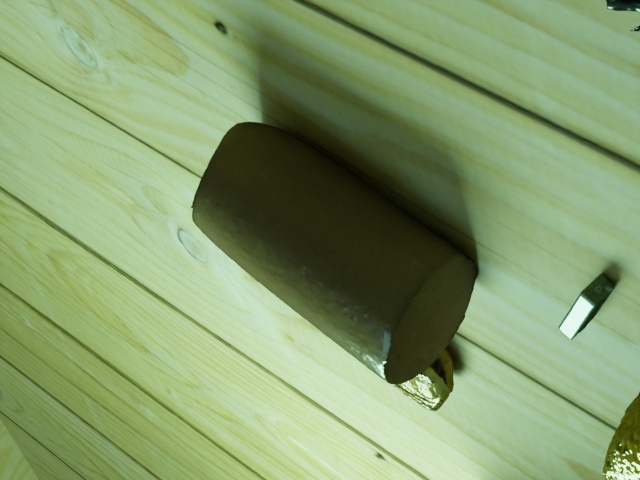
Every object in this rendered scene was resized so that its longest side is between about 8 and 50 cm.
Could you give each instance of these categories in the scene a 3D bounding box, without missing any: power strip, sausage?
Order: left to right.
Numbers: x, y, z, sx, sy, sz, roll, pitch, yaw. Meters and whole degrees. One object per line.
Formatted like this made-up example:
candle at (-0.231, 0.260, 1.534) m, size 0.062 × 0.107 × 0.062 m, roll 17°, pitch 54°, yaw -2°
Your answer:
sausage at (0.000, 0.000, 1.428) m, size 0.253 × 0.123 × 0.123 m, roll 36°, pitch 157°, yaw 25°
power strip at (0.198, 0.049, 1.275) m, size 0.017 × 0.027 × 0.083 m, roll 42°, pitch 157°, yaw 13°

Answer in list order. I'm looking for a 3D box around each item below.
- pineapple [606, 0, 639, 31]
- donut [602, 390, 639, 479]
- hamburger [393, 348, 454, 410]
pineapple at (0.233, -0.078, 0.855) m, size 0.248 × 0.128 × 0.128 m, roll 47°, pitch 160°, yaw 6°
donut at (0.309, 0.180, 1.190) m, size 0.253 × 0.118 × 0.253 m, roll 33°, pitch 151°, yaw 21°
hamburger at (0.091, 0.114, 1.575) m, size 0.076 × 0.044 × 0.083 m, roll 35°, pitch 159°, yaw 23°
